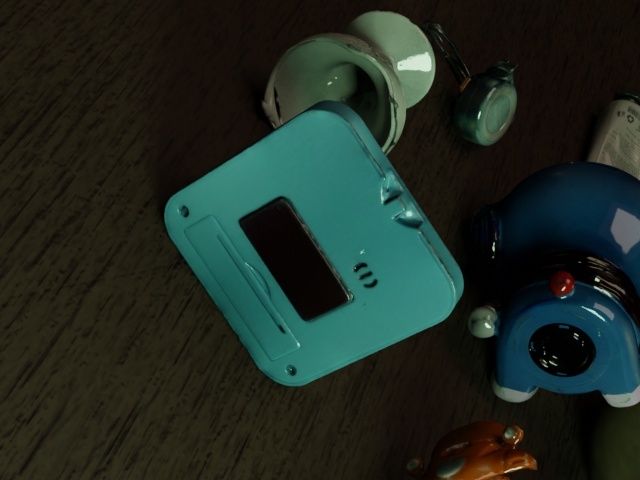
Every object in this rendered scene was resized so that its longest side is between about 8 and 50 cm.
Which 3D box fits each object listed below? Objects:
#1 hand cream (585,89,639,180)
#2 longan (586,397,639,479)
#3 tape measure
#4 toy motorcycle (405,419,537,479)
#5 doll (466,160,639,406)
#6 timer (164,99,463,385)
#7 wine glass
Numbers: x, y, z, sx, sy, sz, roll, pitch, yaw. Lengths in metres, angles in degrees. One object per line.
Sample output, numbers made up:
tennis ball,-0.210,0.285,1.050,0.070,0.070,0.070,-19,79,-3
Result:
hand cream,0.458,-0.108,1.968,0.121,0.076,0.336,39,49,-20
longan,0.480,0.280,1.565,0.297,0.297,0.297,27,50,-37
tape measure,0.186,-0.212,1.727,0.180,0.104,0.107,38,58,22
toy motorcycle,0.195,0.311,1.305,0.325,0.147,0.221,41,35,-48
doll,0.319,0.039,1.564,0.310,0.284,0.240,-64,161,-51
timer,0.000,0.000,1.203,0.232,0.250,0.091,57,39,-8
wine glass,0.042,-0.179,1.450,0.165,0.165,0.196,56,30,-8
